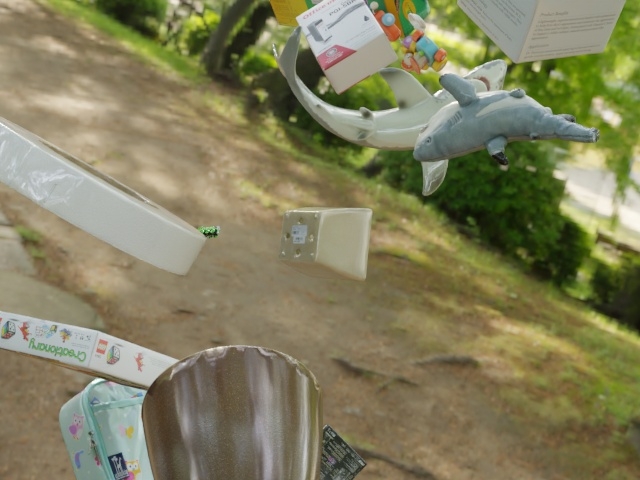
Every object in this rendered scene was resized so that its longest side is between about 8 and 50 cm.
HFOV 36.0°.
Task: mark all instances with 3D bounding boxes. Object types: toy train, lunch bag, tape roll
[{"bbox_3d":[0.123,-0.296,1.476,0.125,0.046,0.166,46,-2,-23],"label":"toy train"},{"bbox_3d":[-0.215,-0.014,1.787,0.083,0.017,0.023,-6,38,34],"label":"toy train"},{"bbox_3d":[-0.292,0.326,1.657,0.279,0.108,0.224,-3,67,-50],"label":"lunch bag"},{"bbox_3d":[-0.356,-0.071,1.506,0.392,0.072,0.392,31,-1,1],"label":"tape roll"}]

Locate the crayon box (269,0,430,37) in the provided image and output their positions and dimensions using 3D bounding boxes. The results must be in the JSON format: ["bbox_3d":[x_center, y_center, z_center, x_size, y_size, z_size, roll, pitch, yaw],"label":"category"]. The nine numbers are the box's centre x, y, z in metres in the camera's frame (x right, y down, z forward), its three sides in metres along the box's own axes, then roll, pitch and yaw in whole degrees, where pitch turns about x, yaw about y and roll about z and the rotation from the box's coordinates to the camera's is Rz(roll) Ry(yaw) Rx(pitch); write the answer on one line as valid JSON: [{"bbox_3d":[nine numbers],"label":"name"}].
[{"bbox_3d":[0.028,-0.429,1.598,0.278,0.165,0.081,15,52,37],"label":"crayon box"}]

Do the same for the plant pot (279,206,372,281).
[{"bbox_3d":[0.000,0.000,1.449,0.109,0.109,0.096,3,-4,41],"label":"plant pot"}]

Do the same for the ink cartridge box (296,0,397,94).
[{"bbox_3d":[0.034,-0.284,1.378,0.056,0.099,0.135,53,9,-47],"label":"ink cartridge box"}]

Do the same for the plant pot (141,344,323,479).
[{"bbox_3d":[-0.087,0.272,1.083,0.215,0.215,0.230,8,37,-16],"label":"plant pot"}]

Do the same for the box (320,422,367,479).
[{"bbox_3d":[0.016,0.316,1.416,0.083,0.067,0.018,46,-10,-10],"label":"box"}]

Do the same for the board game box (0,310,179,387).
[{"bbox_3d":[-0.304,0.174,1.420,0.193,0.053,0.305,7,-14,30],"label":"board game box"}]

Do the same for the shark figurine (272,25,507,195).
[{"bbox_3d":[0.066,-0.149,1.164,0.278,0.166,0.116,10,5,4],"label":"shark figurine"}]

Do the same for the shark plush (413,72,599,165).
[{"bbox_3d":[0.161,-0.089,0.847,0.161,0.067,0.073,14,-24,26],"label":"shark plush"}]

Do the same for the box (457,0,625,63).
[{"bbox_3d":[0.345,-0.382,1.544,0.181,0.119,0.182,-11,48,-25],"label":"box"}]
